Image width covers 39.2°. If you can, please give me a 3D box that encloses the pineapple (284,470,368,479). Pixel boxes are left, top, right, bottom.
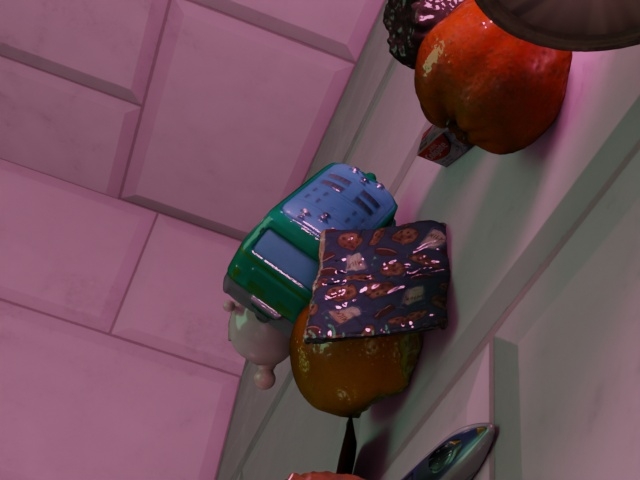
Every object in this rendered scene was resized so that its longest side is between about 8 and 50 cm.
[{"bbox_3d":[-0.006,0.408,0.898,0.202,0.202,0.362,-82,7,-56],"label":"pineapple"}]

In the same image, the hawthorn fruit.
[{"bbox_3d":[0.194,-0.193,1.011,0.189,0.189,0.189,-161,90,-82],"label":"hawthorn fruit"}]

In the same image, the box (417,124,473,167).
[{"bbox_3d":[0.200,-0.160,1.307,0.218,0.055,0.039,140,150,-74],"label":"box"}]

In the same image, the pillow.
[{"bbox_3d":[0.080,0.050,1.207,0.255,0.189,0.034,-79,-20,-57],"label":"pillow"}]

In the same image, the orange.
[{"bbox_3d":[0.037,0.160,1.280,0.237,0.158,0.179,136,136,-70],"label":"orange"}]

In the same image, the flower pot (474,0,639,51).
[{"bbox_3d":[0.231,-0.303,0.772,0.212,0.212,0.202,121,159,-57],"label":"flower pot"}]

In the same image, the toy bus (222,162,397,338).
[{"bbox_3d":[0.000,0.000,1.508,0.199,0.183,0.343,-60,-7,30],"label":"toy bus"}]

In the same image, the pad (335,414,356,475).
[{"bbox_3d":[0.017,0.381,1.212,0.181,0.004,0.267,80,-159,-60],"label":"pad"}]

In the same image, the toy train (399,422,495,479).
[{"bbox_3d":[0.109,0.261,0.945,0.055,0.048,0.252,-83,15,-49],"label":"toy train"}]

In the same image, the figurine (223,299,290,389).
[{"bbox_3d":[-0.057,0.171,1.543,0.144,0.256,0.182,-108,40,-74],"label":"figurine"}]

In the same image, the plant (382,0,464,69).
[{"bbox_3d":[0.192,-0.283,1.182,0.142,0.203,0.131,135,140,-55],"label":"plant"}]
